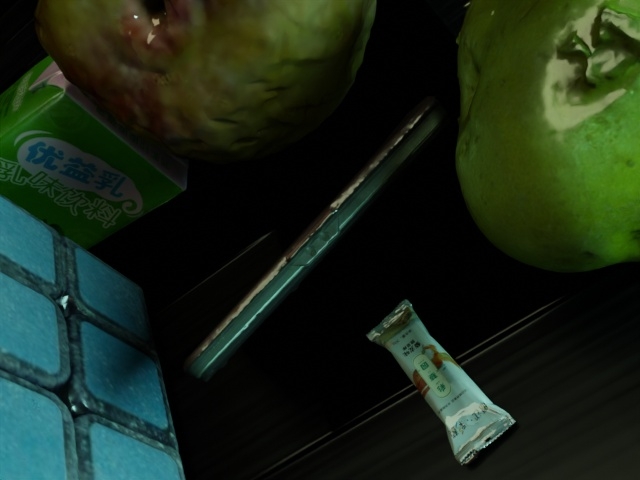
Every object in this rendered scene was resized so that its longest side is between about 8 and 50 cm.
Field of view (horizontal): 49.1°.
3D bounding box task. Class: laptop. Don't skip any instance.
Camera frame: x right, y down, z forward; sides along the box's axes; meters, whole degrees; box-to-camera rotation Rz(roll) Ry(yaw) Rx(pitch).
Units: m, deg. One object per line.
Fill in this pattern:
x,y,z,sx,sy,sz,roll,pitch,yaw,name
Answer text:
0.000,0.000,0.451,0.207,0.026,0.154,-48,2,1,laptop

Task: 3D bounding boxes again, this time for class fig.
-0.052,-0.232,0.628,0.286,0.286,0.369,-15,14,33,fig

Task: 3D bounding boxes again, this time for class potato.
0.157,-0.099,0.369,0.253,0.149,0.186,-64,18,-9,potato

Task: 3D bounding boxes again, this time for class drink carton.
-0.284,-0.072,0.719,0.271,0.161,0.108,-28,43,22,drink carton

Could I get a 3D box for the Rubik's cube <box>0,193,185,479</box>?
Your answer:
-0.303,0.140,0.459,0.304,0.301,0.305,-40,41,10,Rubik's cube

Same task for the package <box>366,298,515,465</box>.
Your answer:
0.065,0.077,0.404,0.037,0.015,0.110,-39,42,1,package
